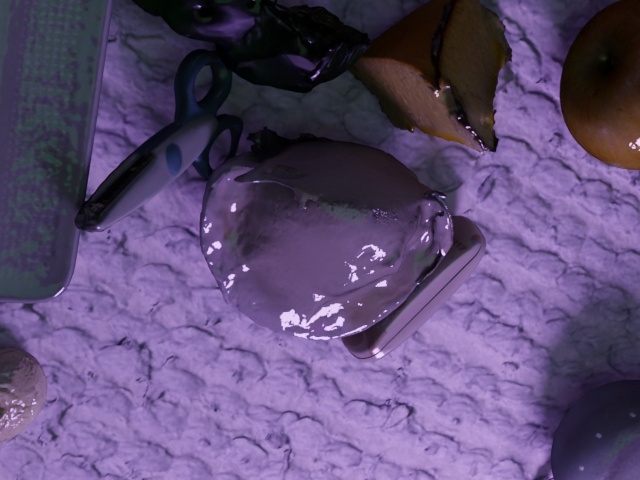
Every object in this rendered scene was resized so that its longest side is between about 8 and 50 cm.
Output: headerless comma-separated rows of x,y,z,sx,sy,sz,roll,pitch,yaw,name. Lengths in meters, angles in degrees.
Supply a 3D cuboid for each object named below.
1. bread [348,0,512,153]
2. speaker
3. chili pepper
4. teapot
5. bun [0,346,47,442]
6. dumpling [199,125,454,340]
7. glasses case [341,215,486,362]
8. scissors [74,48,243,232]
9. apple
0.143,-0.178,1.476,0.169,0.160,0.140,-39,119,-1,bread
-0.297,-0.150,1.319,0.183,0.184,0.406,3,110,-21,speaker
-0.074,-0.215,1.385,0.264,0.148,0.116,26,58,-31,chili pepper
0.378,0.263,1.768,0.294,0.129,0.193,-44,119,5,teapot
-0.346,0.167,1.501,0.115,0.069,0.115,-8,116,-17,bun
-0.001,-0.017,1.515,0.292,0.163,0.204,8,140,-24,dumpling
0.105,0.055,1.607,0.204,0.081,0.051,-46,123,2,glasses case
-0.153,-0.083,1.381,0.041,0.289,0.138,4,121,25,scissors
0.352,-0.167,1.553,0.155,0.182,0.182,22,104,-37,apple
